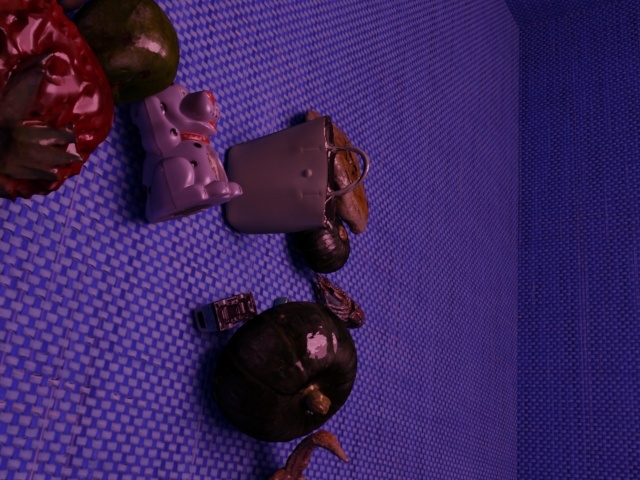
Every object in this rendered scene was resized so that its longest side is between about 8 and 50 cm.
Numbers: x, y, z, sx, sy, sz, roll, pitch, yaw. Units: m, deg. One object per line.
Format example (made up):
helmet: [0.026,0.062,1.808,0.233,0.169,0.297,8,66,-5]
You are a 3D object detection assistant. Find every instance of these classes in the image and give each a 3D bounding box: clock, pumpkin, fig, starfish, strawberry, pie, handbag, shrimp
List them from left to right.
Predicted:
strawberry: [-0.449,-0.242,0.885,0.317,0.295,0.345,6,44,-41]
fig: [-0.337,-0.351,1.119,0.203,0.203,0.235,3,71,-58]
clock: [-0.259,-0.174,1.236,0.189,0.189,0.254,-13,89,-58]
pumpkin: [-0.062,0.268,1.354,0.300,0.207,0.300,-22,134,-26]
starfish: [-0.053,0.544,1.402,0.384,0.132,0.398,-42,156,-48]
handbag: [-0.052,-0.132,1.399,0.109,0.315,0.241,16,69,-53]
pumpkin: [0.003,-0.001,1.636,0.167,0.125,0.167,32,47,-43]
shrimp: [0.034,0.148,1.706,0.233,0.079,0.090,52,38,-32]
pie: [0.049,-0.179,1.716,0.339,0.077,0.339,59,15,-27]

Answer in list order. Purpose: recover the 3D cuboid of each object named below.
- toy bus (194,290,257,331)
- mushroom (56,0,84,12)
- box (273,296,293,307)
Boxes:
toy bus: [-0.188,0.143,1.350,0.123,0.075,0.060,-15,91,-59]
mushroom: [-0.438,-0.477,1.080,0.092,0.081,0.223,-28,111,-35]
box: [-0.045,0.253,1.587,0.229,0.041,0.162,44,49,-44]
